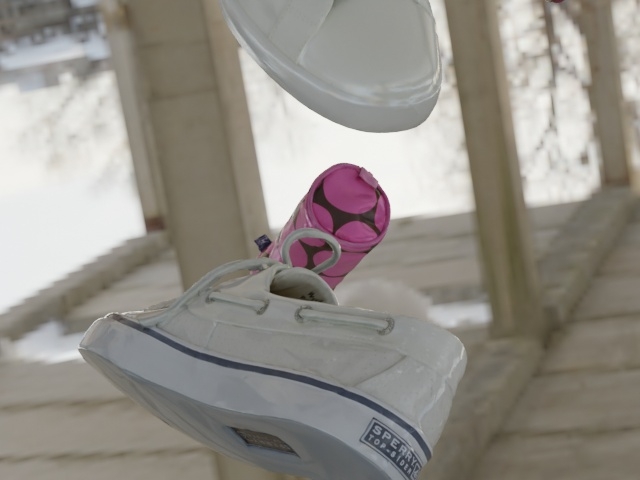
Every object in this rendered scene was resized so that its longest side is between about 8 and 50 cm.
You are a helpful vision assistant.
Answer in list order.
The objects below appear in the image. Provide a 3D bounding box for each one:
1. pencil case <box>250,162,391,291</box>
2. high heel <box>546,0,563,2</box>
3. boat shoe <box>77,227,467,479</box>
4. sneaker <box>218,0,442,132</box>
[{"bbox_3d":[0.000,0.000,1.609,0.098,0.095,0.209,-45,179,-27],"label":"pencil case"},{"bbox_3d":[0.266,-0.422,1.765,0.181,0.377,0.127,-7,164,-4],"label":"high heel"},{"bbox_3d":[-0.031,0.068,1.228,0.367,0.136,0.156,5,-124,55],"label":"boat shoe"},{"bbox_3d":[-0.010,-0.195,0.932,0.106,0.290,0.123,-15,154,-23],"label":"sneaker"}]
